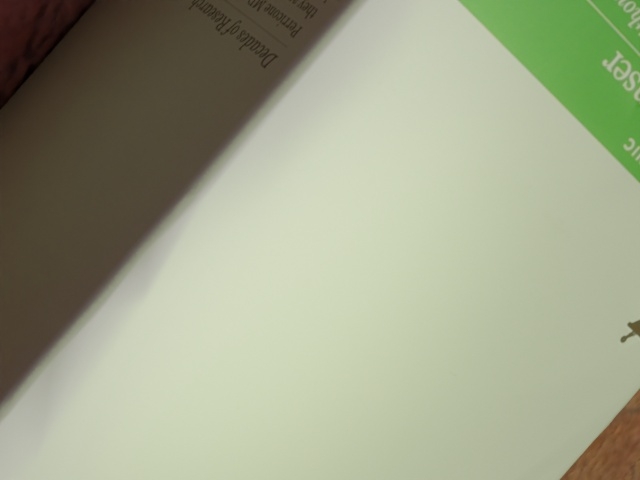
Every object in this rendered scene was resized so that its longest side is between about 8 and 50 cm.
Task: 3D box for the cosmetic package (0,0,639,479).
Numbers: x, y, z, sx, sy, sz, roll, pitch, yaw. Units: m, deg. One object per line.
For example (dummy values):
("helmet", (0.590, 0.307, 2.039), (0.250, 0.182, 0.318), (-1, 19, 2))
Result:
("cosmetic package", (0.000, 0.000, 0.692), (0.197, 0.155, 0.365), (39, 91, -33))
